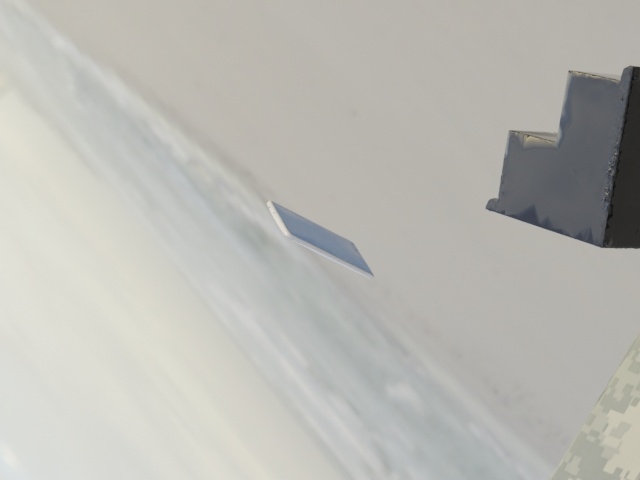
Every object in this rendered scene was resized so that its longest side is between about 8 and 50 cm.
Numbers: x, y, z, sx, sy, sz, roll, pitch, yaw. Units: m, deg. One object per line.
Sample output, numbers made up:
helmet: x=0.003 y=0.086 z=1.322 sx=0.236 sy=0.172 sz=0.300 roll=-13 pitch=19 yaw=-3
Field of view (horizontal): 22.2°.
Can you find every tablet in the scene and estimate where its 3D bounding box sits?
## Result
tablet: x=0.000 y=0.000 z=1.195 sx=0.083 sy=0.006 sz=0.054 roll=27 pitch=-162 yaw=-31

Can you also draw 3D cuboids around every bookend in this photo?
bookend: x=0.233 y=-0.085 z=1.444 sx=0.072 sy=0.156 sz=0.157 roll=0 pitch=-168 yaw=-35

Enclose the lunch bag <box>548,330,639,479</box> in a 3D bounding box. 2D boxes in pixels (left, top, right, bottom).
lunch bag: x=0.268 y=0.131 z=0.776 sx=0.212 sy=0.305 sz=0.256 roll=29 pitch=-174 yaw=-22
